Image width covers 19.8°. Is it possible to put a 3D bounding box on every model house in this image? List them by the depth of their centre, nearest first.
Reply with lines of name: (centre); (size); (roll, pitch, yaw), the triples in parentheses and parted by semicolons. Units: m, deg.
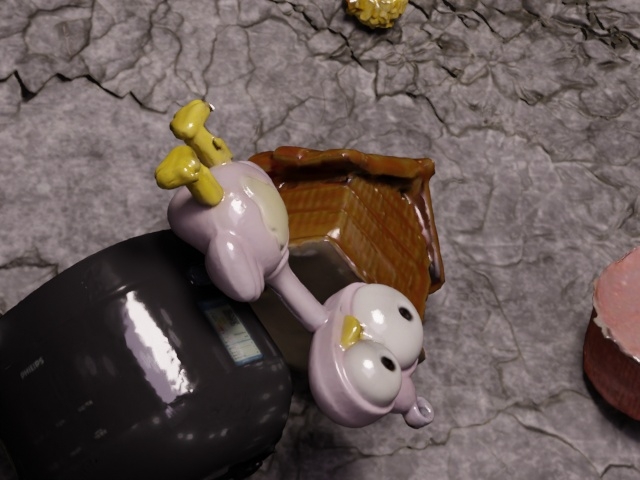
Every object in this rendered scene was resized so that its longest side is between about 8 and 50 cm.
model house: (-0.001, 0.001, 1.815); (0.220, 0.199, 0.229); (62, 31, -31)

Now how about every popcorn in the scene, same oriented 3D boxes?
popcorn: (0.058, -0.272, 2.026); (0.083, 0.057, 0.082); (-34, 84, -32)

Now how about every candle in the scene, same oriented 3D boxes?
candle: (0.432, 0.083, 1.914); (0.317, 0.131, 0.287); (10, 51, 2)

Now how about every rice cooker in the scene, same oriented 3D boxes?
rice cooker: (-0.160, 0.133, 1.632); (0.267, 0.267, 0.224); (-28, 79, -27)

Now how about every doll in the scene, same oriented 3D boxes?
doll: (-0.018, 0.042, 1.605); (0.365, 0.094, 0.160); (46, 28, -23)
